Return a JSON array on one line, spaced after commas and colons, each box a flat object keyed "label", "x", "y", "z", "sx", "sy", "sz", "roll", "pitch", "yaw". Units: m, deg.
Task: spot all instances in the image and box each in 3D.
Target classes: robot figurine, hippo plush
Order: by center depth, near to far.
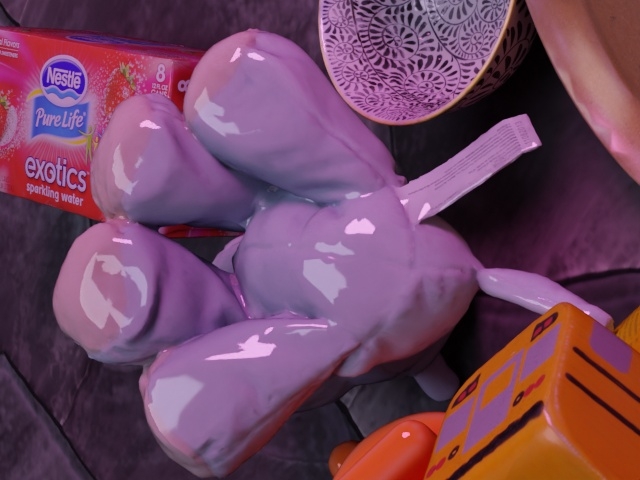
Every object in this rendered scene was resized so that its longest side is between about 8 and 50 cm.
[{"label": "robot figurine", "x": 0.080, "y": 0.177, "z": 1.044, "sx": 0.158, "sy": 0.219, "sz": 0.128, "roll": 2, "pitch": 66, "yaw": 26}, {"label": "hippo plush", "x": 0.000, "y": 0.000, "z": 1.087, "sx": 0.294, "sy": 0.236, "sz": 0.234, "roll": -22, "pitch": 83, "yaw": 8}]

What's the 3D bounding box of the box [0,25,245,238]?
[{"label": "box", "x": -0.144, "y": -0.085, "z": 1.332, "sx": 0.257, "sy": 0.122, "sz": 0.128, "roll": 16, "pitch": 103, "yaw": 47}]

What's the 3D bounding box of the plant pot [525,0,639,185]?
[{"label": "plant pot", "x": 0.169, "y": -0.119, "z": 0.909, "sx": 0.236, "sy": 0.032, "sz": 0.236, "roll": 56, "pitch": 165, "yaw": 24}]

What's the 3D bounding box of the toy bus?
[{"label": "toy bus", "x": 0.206, "y": 0.185, "z": 0.866, "sx": 0.332, "sy": 0.130, "sz": 0.108, "roll": 37, "pitch": 126, "yaw": -10}]

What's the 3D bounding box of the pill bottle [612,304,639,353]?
[{"label": "pill bottle", "x": 0.212, "y": 0.074, "z": 0.944, "sx": 0.215, "sy": 0.117, "sz": 0.117, "roll": -50, "pitch": 56, "yaw": 37}]

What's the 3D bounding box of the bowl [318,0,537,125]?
[{"label": "bowl", "x": 0.083, "y": -0.148, "z": 1.100, "sx": 0.170, "sy": 0.080, "sz": 0.170, "roll": -11, "pitch": 75, "yaw": 46}]
